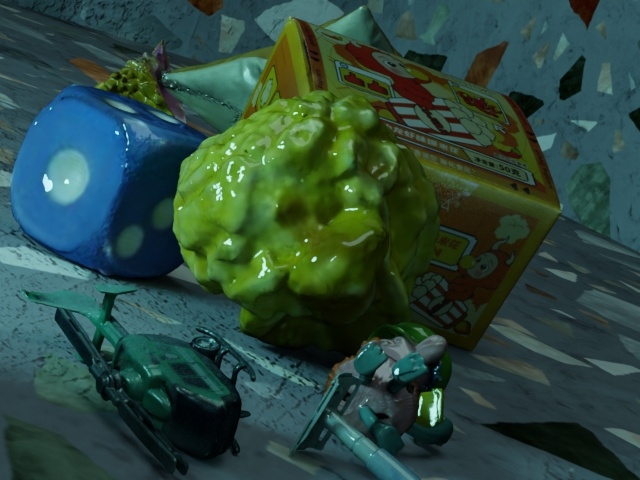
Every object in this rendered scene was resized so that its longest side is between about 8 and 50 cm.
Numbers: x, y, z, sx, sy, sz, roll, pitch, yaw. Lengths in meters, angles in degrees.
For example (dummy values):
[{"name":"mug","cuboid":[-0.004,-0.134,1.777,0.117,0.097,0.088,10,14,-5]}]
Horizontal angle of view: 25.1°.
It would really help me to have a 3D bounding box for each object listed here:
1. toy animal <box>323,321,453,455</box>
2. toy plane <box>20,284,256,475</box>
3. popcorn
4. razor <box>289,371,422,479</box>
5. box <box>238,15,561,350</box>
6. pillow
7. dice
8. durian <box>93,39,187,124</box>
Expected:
[{"name":"toy animal","cuboid":[0.061,0.117,1.094,0.103,0.100,0.208,45,4,6]},{"name":"toy plane","cuboid":[-0.117,0.087,0.965,0.096,0.060,0.235,-2,26,-35]},{"name":"popcorn","cuboid":[0.000,0.000,1.230,0.251,0.206,0.237,60,17,-1]},{"name":"razor","cuboid":[0.046,0.155,0.962,0.135,0.068,0.040,39,19,26]},{"name":"box","cuboid":[0.068,-0.068,1.543,0.283,0.214,0.259,17,28,-18]},{"name":"pillow","cuboid":[0.011,-0.145,1.753,0.312,0.119,0.310,-12,-44,33]},{"name":"dice","cuboid":[-0.185,-0.054,1.312,0.143,0.146,0.146,30,13,35]},{"name":"durian","cuboid":[-0.228,-0.161,1.883,0.186,0.154,0.260,45,7,6]}]
